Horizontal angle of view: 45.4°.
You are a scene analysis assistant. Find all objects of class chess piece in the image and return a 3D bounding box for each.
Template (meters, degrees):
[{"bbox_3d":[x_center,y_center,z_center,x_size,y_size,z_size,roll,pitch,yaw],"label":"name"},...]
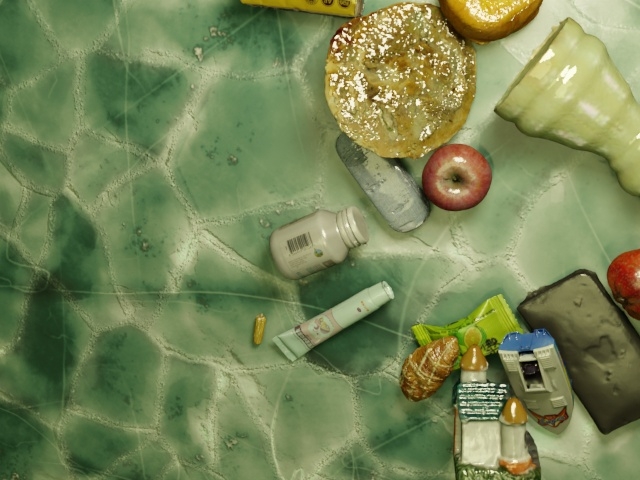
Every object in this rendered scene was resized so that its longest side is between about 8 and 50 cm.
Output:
[{"bbox_3d":[0.598,-0.231,1.552,0.442,0.234,0.234,36,109,1],"label":"chess piece"}]

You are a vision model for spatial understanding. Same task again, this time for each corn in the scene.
[{"bbox_3d":[-0.157,0.224,1.950,0.028,0.027,0.083,20,110,27],"label":"corn"}]

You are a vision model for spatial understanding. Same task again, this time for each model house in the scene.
[{"bbox_3d":[0.388,0.378,1.714,0.190,0.271,0.300,-3,101,10],"label":"model house"}]

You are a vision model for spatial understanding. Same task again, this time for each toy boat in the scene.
[{"bbox_3d":[0.509,0.340,1.749,0.129,0.088,0.295,-11,122,27],"label":"toy boat"}]

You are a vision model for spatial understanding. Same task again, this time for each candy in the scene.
[{"bbox_3d":[0.347,0.227,1.796,0.246,0.069,0.149,-26,98,20],"label":"candy"}]

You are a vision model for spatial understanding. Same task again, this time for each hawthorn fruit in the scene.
[{"bbox_3d":[0.722,0.073,1.633,0.203,0.162,0.162,-33,93,1],"label":"hawthorn fruit"}]

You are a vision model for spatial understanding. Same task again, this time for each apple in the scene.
[{"bbox_3d":[0.302,-0.139,1.695,0.153,0.120,0.153,2,107,8],"label":"apple"}]

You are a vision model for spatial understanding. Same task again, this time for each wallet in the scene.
[{"bbox_3d":[0.625,0.249,1.737,0.197,0.051,0.377,-35,92,22],"label":"wallet"}]

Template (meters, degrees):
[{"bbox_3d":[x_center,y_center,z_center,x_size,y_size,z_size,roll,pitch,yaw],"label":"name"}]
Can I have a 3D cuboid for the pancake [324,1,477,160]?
[{"bbox_3d":[0.174,-0.341,1.644,0.356,0.065,0.356,0,92,-14],"label":"pancake"}]

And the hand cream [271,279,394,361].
[{"bbox_3d":[0.032,0.196,1.884,0.331,0.058,0.085,-31,113,24],"label":"hand cream"}]

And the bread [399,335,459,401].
[{"bbox_3d":[0.246,0.307,1.807,0.105,0.076,0.233,43,127,16],"label":"bread"}]

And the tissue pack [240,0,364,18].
[{"bbox_3d":[-0.030,-0.592,1.668,0.271,0.134,0.192,10,106,12],"label":"tissue pack"}]

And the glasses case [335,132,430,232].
[{"bbox_3d":[0.144,-0.145,1.763,0.109,0.067,0.282,-36,91,22],"label":"glasses case"}]

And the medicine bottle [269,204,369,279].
[{"bbox_3d":[0.000,0.000,1.798,0.215,0.135,0.135,-22,96,18],"label":"medicine bottle"}]

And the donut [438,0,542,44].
[{"bbox_3d":[0.353,-0.523,1.577,0.227,0.114,0.226,0,90,4],"label":"donut"}]
